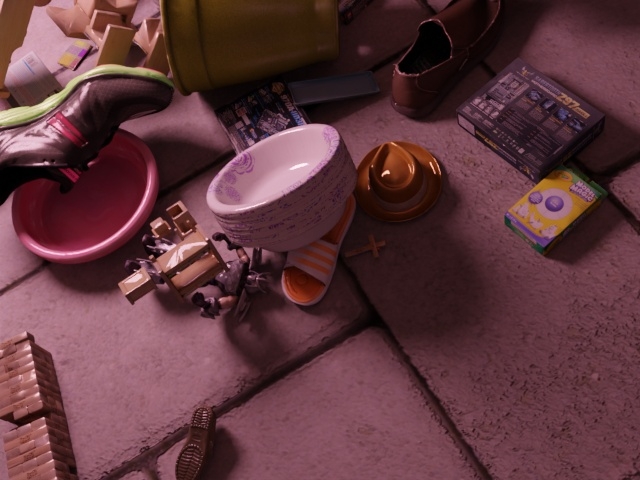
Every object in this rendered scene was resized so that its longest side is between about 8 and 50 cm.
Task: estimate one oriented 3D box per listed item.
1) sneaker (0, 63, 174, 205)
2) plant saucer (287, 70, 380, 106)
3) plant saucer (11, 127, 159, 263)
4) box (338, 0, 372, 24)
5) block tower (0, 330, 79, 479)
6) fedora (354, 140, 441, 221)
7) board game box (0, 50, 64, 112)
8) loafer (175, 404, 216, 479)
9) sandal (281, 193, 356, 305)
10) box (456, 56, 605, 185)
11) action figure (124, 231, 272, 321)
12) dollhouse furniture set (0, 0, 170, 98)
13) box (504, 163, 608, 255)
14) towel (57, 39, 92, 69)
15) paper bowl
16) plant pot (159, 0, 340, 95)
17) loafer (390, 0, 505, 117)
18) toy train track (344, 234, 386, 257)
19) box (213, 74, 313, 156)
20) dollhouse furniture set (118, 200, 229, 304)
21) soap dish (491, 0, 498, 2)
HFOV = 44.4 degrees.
[{"bbox_3d":[-0.516,-0.211,1.644,0.482,0.185,0.202,-24,78,4],"label":"sneaker"},{"bbox_3d":[0.029,-0.329,1.706,0.192,0.018,0.067,-11,56,-10],"label":"plant saucer"},{"bbox_3d":[-0.500,-0.091,1.700,0.332,0.084,0.332,-5,62,10],"label":"plant saucer"},{"bbox_3d":[0.090,-0.611,1.857,0.114,0.036,0.207,39,77,27],"label":"box"},{"bbox_3d":[-0.541,0.344,1.478,0.091,0.097,0.335,-24,62,0],"label":"block tower"},{"bbox_3d":[0.150,-0.133,1.569,0.194,0.079,0.194,-6,61,10],"label":"fedora"},{"bbox_3d":[-0.732,-0.273,1.844,0.303,0.097,0.224,-37,60,-9],"label":"board game box"},{"bbox_3d":[-0.217,0.372,1.412,0.056,0.050,0.148,16,83,24],"label":"loafer"},{"bbox_3d":[-0.010,-0.003,1.540,0.102,0.076,0.265,14,67,20],"label":"sandal"},{"bbox_3d":[0.418,-0.242,1.573,0.183,0.059,0.232,-41,61,-9],"label":"box"},{"bbox_3d":[-0.230,0.062,1.550,0.285,0.099,0.185,10,61,15],"label":"action figure"},{"bbox_3d":[-0.601,-0.475,1.816,0.362,0.394,0.256,47,123,28],"label":"dollhouse furniture set"},{"bbox_3d":[0.448,-0.066,1.485,0.179,0.043,0.105,-40,62,-11],"label":"box"},{"bbox_3d":[-0.617,-0.466,1.966,0.060,0.009,0.083,22,69,23],"label":"towel"},{"bbox_3d":[-0.064,-0.088,1.503,0.284,0.148,0.284,-20,31,13],"label":"paper bowl"},{"bbox_3d":[-0.134,-0.506,1.701,0.353,0.366,0.366,-2,62,1],"label":"plant pot"},{"bbox_3d":[0.277,-0.425,1.661,0.134,0.130,0.366,27,72,24],"label":"loafer"},{"bbox_3d":[0.089,0.018,1.543,0.083,0.014,0.048,-18,67,10],"label":"toy train track"},{"bbox_3d":[-0.111,-0.237,1.701,0.175,0.051,0.220,-29,60,-3],"label":"box"},{"bbox_3d":[-0.293,0.041,1.487,0.182,0.101,0.161,-34,43,-8],"label":"dollhouse furniture set"},{"bbox_3d":[0.394,-0.618,1.682,0.291,0.118,0.229,-23,54,-39],"label":"soap dish"}]
